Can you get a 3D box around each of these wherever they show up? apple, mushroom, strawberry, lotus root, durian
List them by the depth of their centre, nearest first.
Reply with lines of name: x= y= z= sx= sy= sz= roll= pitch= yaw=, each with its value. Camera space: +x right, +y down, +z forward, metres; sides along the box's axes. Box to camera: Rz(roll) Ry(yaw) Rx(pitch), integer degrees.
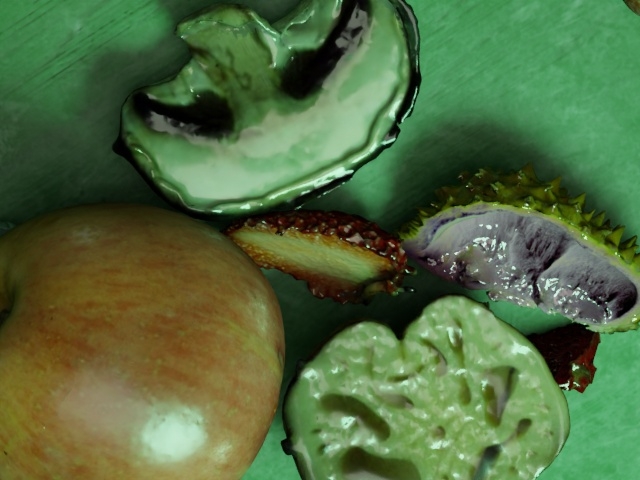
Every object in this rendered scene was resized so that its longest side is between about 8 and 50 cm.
apple: x=-0.225 y=0.131 z=1.607 sx=0.364 sy=0.364 sz=0.363 roll=-2 pitch=106 yaw=-8
mushroom: x=-0.051 y=-0.159 z=1.683 sx=0.344 sy=0.130 sz=0.247 roll=-39 pitch=93 yaw=2
strawberry: x=0.003 y=-0.004 z=1.722 sx=0.208 sy=0.167 sz=0.087 roll=29 pitch=63 yaw=-23
lotus root: x=0.100 y=0.184 z=1.746 sx=0.316 sy=0.250 sz=0.316 roll=0 pitch=94 yaw=-6
durian: x=0.258 y=-0.007 z=1.751 sx=0.341 sy=0.112 sz=0.191 roll=20 pitch=139 yaw=-10

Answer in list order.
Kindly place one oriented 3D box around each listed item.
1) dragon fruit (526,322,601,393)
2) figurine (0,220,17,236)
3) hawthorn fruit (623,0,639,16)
dragon fruit: x=0.294 y=0.153 z=1.813 sx=0.097 sy=0.131 sz=0.063 roll=-12 pitch=112 yaw=3
figurine: x=-0.361 y=0.024 z=1.709 sx=0.082 sy=0.094 sz=0.086 roll=20 pitch=69 yaw=26
hawthorn fruit: x=0.350 y=-0.293 z=1.732 sx=0.103 sy=0.067 sz=0.066 roll=24 pitch=101 yaw=-1
